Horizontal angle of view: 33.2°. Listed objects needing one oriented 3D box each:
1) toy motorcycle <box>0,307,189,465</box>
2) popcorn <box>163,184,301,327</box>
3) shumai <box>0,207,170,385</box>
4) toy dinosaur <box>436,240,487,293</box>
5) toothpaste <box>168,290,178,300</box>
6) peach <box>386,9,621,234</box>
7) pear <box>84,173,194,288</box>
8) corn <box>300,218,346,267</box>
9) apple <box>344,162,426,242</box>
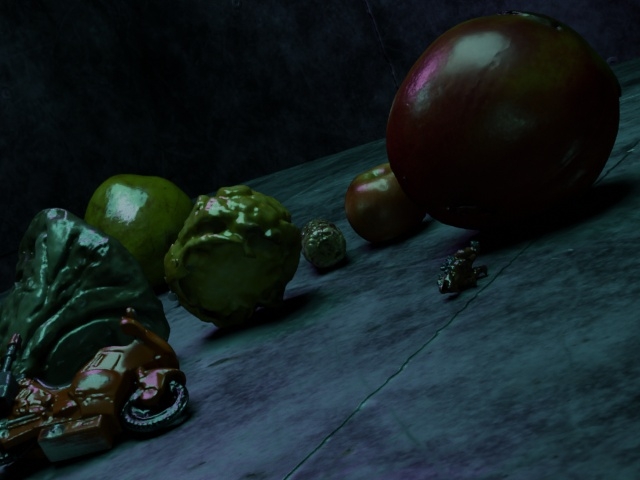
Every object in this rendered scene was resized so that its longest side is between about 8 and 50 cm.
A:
[{"bbox_3d":[-0.328,0.208,1.479,0.326,0.148,0.221,-14,33,9],"label":"toy motorcycle"},{"bbox_3d":[-0.141,0.031,1.806,0.250,0.250,0.190,-21,48,1],"label":"popcorn"},{"bbox_3d":[-0.441,0.133,1.746,0.309,0.304,0.263,-15,22,44],"label":"shumai"},{"bbox_3d":[0.202,0.038,1.516,0.055,0.049,0.154,-19,14,33],"label":"toy dinosaur"},{"bbox_3d":[-0.253,0.080,2.320,0.078,0.047,0.248,-14,10,31],"label":"toothpaste"},{"bbox_3d":[0.288,-0.174,1.710,0.370,0.370,0.370,-21,9,4],"label":"peach"},{"bbox_3d":[-0.438,-0.002,2.559,0.287,0.287,0.375,-17,27,28],"label":"pear"},{"bbox_3d":[0.000,0.000,2.077,0.086,0.086,0.253,-22,9,-1],"label":"corn"},{"bbox_3d":[0.125,-0.068,2.045,0.163,0.139,0.163,-14,21,6],"label":"apple"}]
